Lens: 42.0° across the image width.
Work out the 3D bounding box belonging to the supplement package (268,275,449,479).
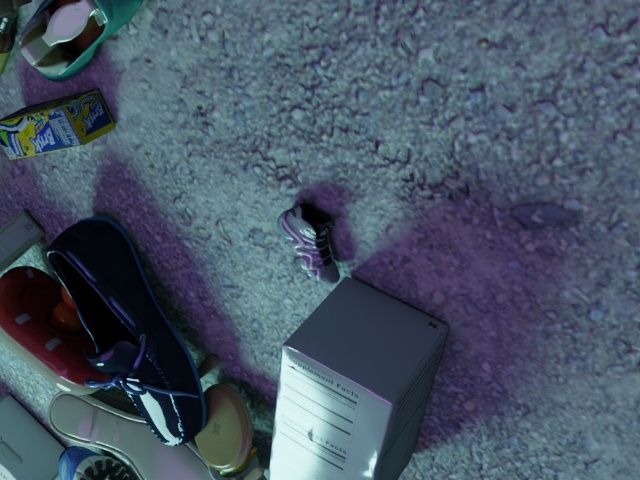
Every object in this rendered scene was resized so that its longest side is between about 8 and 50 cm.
[{"bbox_3d":[0.038,0.188,0.947,0.133,0.139,0.244,25,133,20],"label":"supplement package"}]

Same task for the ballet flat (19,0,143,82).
[{"bbox_3d":[-0.285,-0.234,0.920,0.247,0.087,0.083,-22,106,46],"label":"ballet flat"}]

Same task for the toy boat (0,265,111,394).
[{"bbox_3d":[-0.375,0.109,1.240,0.231,0.151,0.151,35,106,11],"label":"toy boat"}]

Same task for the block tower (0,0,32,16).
[{"bbox_3d":[-0.458,-0.354,0.964,0.335,0.091,0.097,24,134,23],"label":"block tower"}]

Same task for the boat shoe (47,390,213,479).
[{"bbox_3d":[-0.287,0.321,1.359,0.335,0.095,0.112,21,97,20],"label":"boat shoe"}]

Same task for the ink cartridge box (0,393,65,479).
[{"bbox_3d":[-0.630,0.465,1.708,0.197,0.114,0.273,42,139,6],"label":"ink cartridge box"}]

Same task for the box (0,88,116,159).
[{"bbox_3d":[-0.339,-0.144,1.051,0.169,0.059,0.054,-2,118,40],"label":"box"}]

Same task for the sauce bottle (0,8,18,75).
[{"bbox_3d":[-0.403,-0.246,1.039,0.042,0.042,0.128,49,137,-3],"label":"sauce bottle"}]

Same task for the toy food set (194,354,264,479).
[{"bbox_3d":[-0.135,0.265,1.180,0.132,0.038,0.192,-43,62,34],"label":"toy food set"}]

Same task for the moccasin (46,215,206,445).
[{"bbox_3d":[-0.279,0.141,1.142,0.137,0.117,0.342,-23,98,35],"label":"moccasin"}]

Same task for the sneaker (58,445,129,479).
[{"bbox_3d":[-0.407,0.514,1.583,0.147,0.129,0.330,21,131,45],"label":"sneaker"}]

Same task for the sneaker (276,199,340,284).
[{"bbox_3d":[0.000,0.000,0.907,0.098,0.038,0.069,50,138,-5],"label":"sneaker"}]

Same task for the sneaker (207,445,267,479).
[{"bbox_3d":[-0.090,0.397,1.204,0.232,0.090,0.115,-113,1,-47],"label":"sneaker"}]

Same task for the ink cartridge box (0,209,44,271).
[{"bbox_3d":[-0.532,0.068,1.236,0.056,0.235,0.171,50,138,-11],"label":"ink cartridge box"}]
